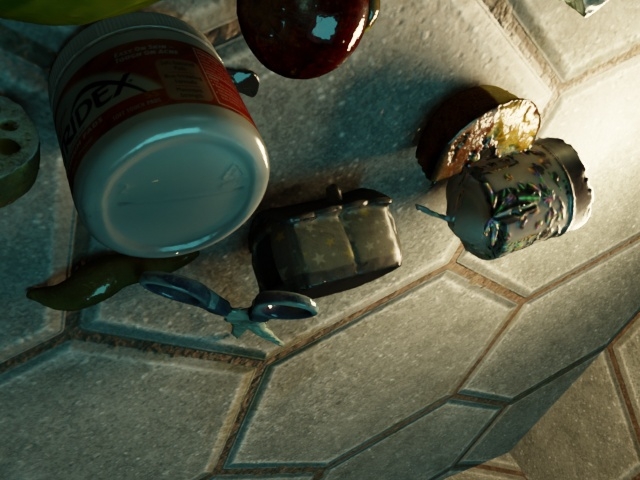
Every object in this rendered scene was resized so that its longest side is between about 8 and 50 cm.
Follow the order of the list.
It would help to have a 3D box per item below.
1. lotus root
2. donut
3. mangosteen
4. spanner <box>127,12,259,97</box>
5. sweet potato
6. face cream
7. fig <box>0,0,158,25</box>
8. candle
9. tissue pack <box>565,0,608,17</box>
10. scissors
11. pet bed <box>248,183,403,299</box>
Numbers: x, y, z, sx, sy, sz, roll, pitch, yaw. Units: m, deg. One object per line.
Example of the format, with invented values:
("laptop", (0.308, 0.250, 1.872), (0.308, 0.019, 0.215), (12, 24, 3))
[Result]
("lotus root", (-0.352, -0.084, 0.696), (0.122, 0.112, 0.081), (-11, 146, -31))
("donut", (0.254, -0.185, 1.091), (0.217, 0.085, 0.141), (-17, 142, -24))
("mangosteen", (0.003, -0.253, 0.747), (0.181, 0.145, 0.156), (-2, 132, -37))
("spanner", (-0.146, -0.212, 0.796), (0.046, 0.012, 0.208), (-47, 143, 18))
("sweet potato", (-0.285, 0.048, 0.967), (0.250, 0.059, 0.069), (-20, 164, -24))
("face cream", (-0.174, -0.109, 0.729), (0.201, 0.187, 0.201), (-18, 145, -13))
("fig", (-0.187, -0.276, 0.454), (0.316, 0.316, 0.316), (-22, 144, -17))
("candle", (0.311, -0.064, 1.203), (0.330, 0.187, 0.187), (-19, 143, -18))
("tissue pack", (0.421, -0.451, 0.902), (0.257, 0.081, 0.185), (-40, 145, 8))
("scissors", (-0.126, 0.123, 1.084), (0.256, 0.029, 0.383), (9, 162, 4))
("pet bed", (0.000, 0.000, 1.065), (0.211, 0.159, 0.183), (-11, 169, -27))
